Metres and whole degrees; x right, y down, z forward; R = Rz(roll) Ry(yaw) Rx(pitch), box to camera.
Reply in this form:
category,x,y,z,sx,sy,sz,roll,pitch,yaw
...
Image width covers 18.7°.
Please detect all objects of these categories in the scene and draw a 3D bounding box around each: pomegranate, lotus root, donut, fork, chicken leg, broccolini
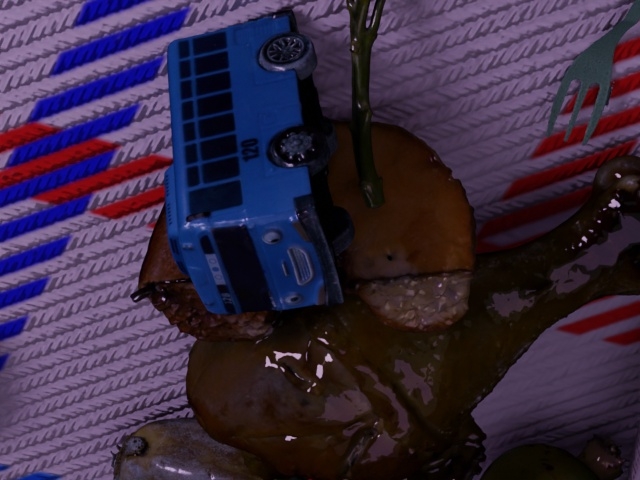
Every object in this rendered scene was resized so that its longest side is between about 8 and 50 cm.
category,x,y,z,sx,sy,sz,roll,pitch,yaw
pomegranate,0.182,0.217,1.523,0.130,0.130,0.130,-5,135,-5
lotus root,-0.080,0.176,1.442,0.165,0.088,0.088,5,138,18
donut,0.002,-0.001,1.263,0.217,0.141,0.085,0,148,14
fork,0.205,-0.155,1.229,0.039,0.021,0.235,8,131,-23
chicken leg,0.084,0.084,1.359,0.361,0.140,0.211,-14,127,8
broccolini,0.036,-0.116,1.190,0.054,0.052,0.194,-12,120,-32

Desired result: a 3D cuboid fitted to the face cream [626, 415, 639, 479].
category,x,y,z,sx,sy,sz,roll,pitch,yaw
face cream,0.275,0.146,1.469,0.096,0.154,0.274,20,125,0

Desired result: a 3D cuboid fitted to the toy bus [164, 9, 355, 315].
category,x,y,z,sx,sy,sz,roll,pitch,yaw
toy bus,-0.041,-0.044,1.177,0.106,0.185,0.090,-11,135,4
